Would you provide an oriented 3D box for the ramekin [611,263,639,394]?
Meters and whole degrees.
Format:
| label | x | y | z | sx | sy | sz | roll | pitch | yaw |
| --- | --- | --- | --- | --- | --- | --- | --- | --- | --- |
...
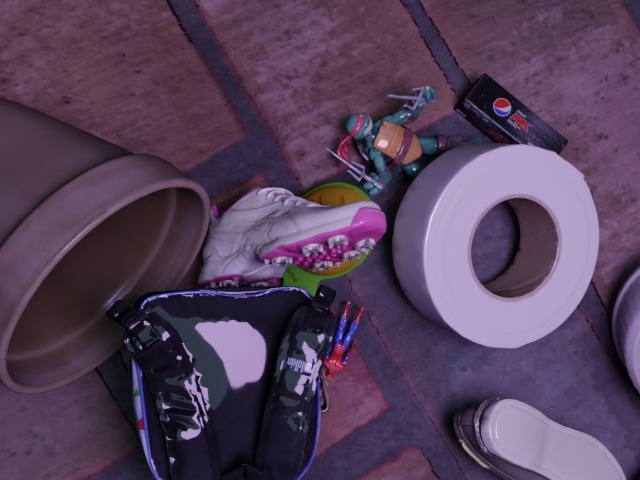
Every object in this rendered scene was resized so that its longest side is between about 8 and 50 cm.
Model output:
| label | x | y | z | sx | sy | sz | roll | pitch | yaw |
| --- | --- | --- | --- | --- | --- | --- | --- | --- | --- |
| ramekin | 0.551 | 0.143 | 1.066 | 0.273 | 0.127 | 0.272 | 7 | 110 | 20 |

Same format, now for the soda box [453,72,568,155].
| label | x | y | z | sx | sy | sz | roll | pitch | yaw |
| --- | --- | --- | --- | --- | --- | --- | --- | --- | --- |
| soda box | 0.293 | -0.178 | 1.175 | 0.169 | 0.053 | 0.060 | 39 | 77 | -3 |

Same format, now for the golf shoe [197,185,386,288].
| label | x | y | z | sx | sy | sz | roll | pitch | yaw |
| --- | --- | --- | --- | --- | --- | --- | --- | --- | --- |
| golf shoe | -0.051 | -0.020 | 0.996 | 0.115 | 0.306 | 0.140 | 16 | 64 | -49 |

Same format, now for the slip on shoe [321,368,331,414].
| label | x | y | z | sx | sy | sz | roll | pitch | yaw |
| --- | --- | --- | --- | --- | --- | --- | --- | --- | --- |
| slip on shoe | -0.021 | 0.182 | 1.079 | 0.052 | 0.041 | 0.135 | -17 | 85 | -11 |

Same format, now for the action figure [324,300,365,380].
| label | x | y | z | sx | sy | sz | roll | pitch | yaw |
| --- | --- | --- | --- | --- | --- | --- | --- | --- | --- |
| action figure | 0.031 | 0.147 | 1.100 | 0.038 | 0.030 | 0.115 | 21 | 84 | 0 |

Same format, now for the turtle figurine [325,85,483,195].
| label | x | y | z | sx | sy | sz | roll | pitch | yaw |
| --- | --- | --- | --- | --- | --- | --- | --- | --- | --- |
| turtle figurine | 0.120 | -0.140 | 1.111 | 0.234 | 0.118 | 0.175 | 22 | 94 | -21 |

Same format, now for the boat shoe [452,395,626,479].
| label | x | y | z | sx | sy | sz | roll | pitch | yaw |
| --- | --- | --- | --- | --- | --- | --- | --- | --- | --- |
| boat shoe | 0.319 | 0.314 | 1.087 | 0.305 | 0.091 | 0.109 | 34 | 63 | -22 |

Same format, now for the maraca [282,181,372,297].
| label | x | y | z | sx | sy | sz | roll | pitch | yaw |
| --- | --- | --- | --- | --- | --- | --- | --- | --- | --- |
| maraca | 0.000 | 0.000 | 1.084 | 0.186 | 0.099 | 0.127 | -43 | 78 | 12 |

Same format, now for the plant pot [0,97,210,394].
| label | x | y | z | sx | sy | sz | roll | pitch | yaw |
| --- | --- | --- | --- | --- | --- | --- | --- | --- | --- |
| plant pot | -0.345 | -0.024 | 0.945 | 0.280 | 0.323 | 0.323 | 39 | 77 | 15 |

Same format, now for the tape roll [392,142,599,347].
| label | x | y | z | sx | sy | sz | roll | pitch | yaw |
| --- | --- | --- | --- | --- | --- | --- | --- | --- | --- |
| tape roll | 0.249 | 0.003 | 1.076 | 0.287 | 0.100 | 0.285 | -3 | 99 | -20 |

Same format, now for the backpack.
| label | x | y | z | sx | sy | sz | roll | pitch | yaw |
| --- | --- | --- | --- | --- | --- | --- | --- | --- | --- |
| backpack | -0.123 | 0.193 | 0.970 | 0.277 | 0.213 | 0.263 | -1 | 83 | -12 |
